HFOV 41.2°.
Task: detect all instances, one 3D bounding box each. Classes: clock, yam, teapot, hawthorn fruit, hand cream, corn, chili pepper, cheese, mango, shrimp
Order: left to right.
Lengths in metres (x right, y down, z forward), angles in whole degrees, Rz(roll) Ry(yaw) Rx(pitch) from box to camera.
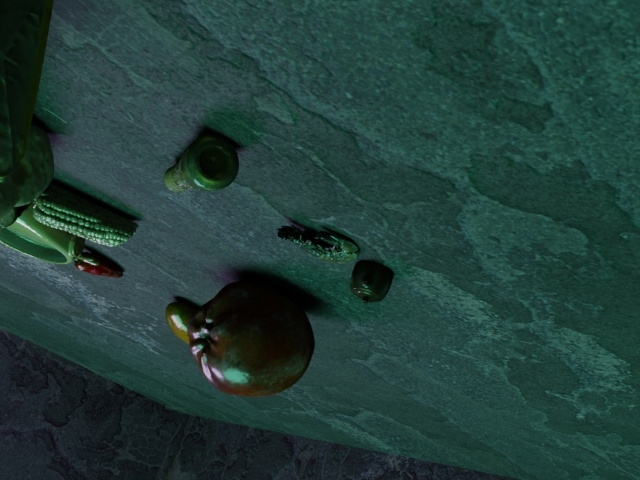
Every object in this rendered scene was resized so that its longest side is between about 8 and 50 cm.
[{"bbox_3d":[-0.570,-0.113,1.398,0.251,0.248,0.174,2,120,-17],"label":"cheese"},{"bbox_3d":[-0.561,-0.081,1.591,0.056,0.057,0.241,25,-165,-14],"label":"yam"},{"bbox_3d":[-0.629,-0.028,1.890,0.235,0.096,0.308,3,154,33],"label":"clock"},{"bbox_3d":[-0.485,-0.042,1.743,0.211,0.087,0.087,27,158,-19],"label":"corn"},{"bbox_3d":[-0.556,0.060,2.111,0.059,0.050,0.191,0,164,35],"label":"chili pepper"},{"bbox_3d":[-0.354,0.223,2.285,0.165,0.089,0.115,34,154,-27],"label":"mango"},{"bbox_3d":[-0.202,-0.107,1.350,0.084,0.084,0.203,28,163,-22],"label":"hand cream"},{"bbox_3d":[-0.155,0.224,1.876,0.284,0.284,0.284,17,159,7],"label":"hawthorn fruit"},{"bbox_3d":[0.000,0.000,1.507,0.161,0.034,0.091,22,148,-26],"label":"shrimp"},{"bbox_3d":[0.091,0.086,1.579,0.076,0.068,0.121,15,159,12],"label":"teapot"}]

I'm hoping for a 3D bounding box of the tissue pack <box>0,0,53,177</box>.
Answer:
[{"bbox_3d":[-0.513,-0.207,1.043,0.228,0.293,0.382,13,167,-38],"label":"tissue pack"}]
